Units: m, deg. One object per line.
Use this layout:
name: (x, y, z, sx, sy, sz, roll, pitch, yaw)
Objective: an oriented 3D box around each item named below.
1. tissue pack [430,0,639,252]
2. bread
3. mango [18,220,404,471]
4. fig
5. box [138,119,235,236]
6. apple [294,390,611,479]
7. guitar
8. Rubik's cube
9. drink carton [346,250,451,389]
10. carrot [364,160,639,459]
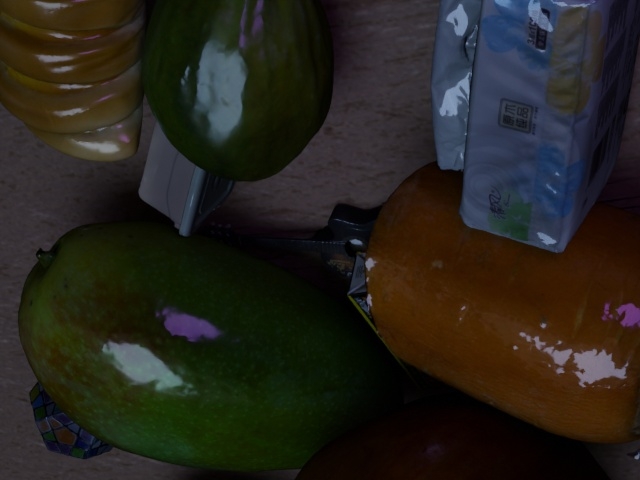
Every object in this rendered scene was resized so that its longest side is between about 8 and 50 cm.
tissue pack: (0.160, -0.137, 1.360, 0.145, 0.159, 0.229, 18, 132, 18)
bread: (-0.221, -0.220, 1.444, 0.173, 0.121, 0.311, 45, 146, 41)
mango: (-0.100, 0.112, 1.642, 0.382, 0.201, 0.225, 22, 115, -13)
fig: (-0.075, -0.166, 1.426, 0.167, 0.167, 0.233, -6, 117, 26)
box: (-0.112, -0.076, 1.566, 0.062, 0.089, 0.122, 30, 133, 11)
apple: (0.111, 0.272, 1.536, 0.288, 0.317, 0.288, 16, 117, 33)
guitar: (0.000, 0.000, 1.620, 0.233, 0.025, 0.088, 4, 130, 20)
Rubik's cube: (-0.246, 0.171, 1.812, 0.093, 0.111, 0.111, 46, 135, 19)
drink carton: (0.092, 0.074, 1.596, 0.071, 0.056, 0.165, -7, 140, 29)
carrot: (0.218, 0.067, 1.457, 0.331, 0.193, 0.214, 18, 162, 23)
